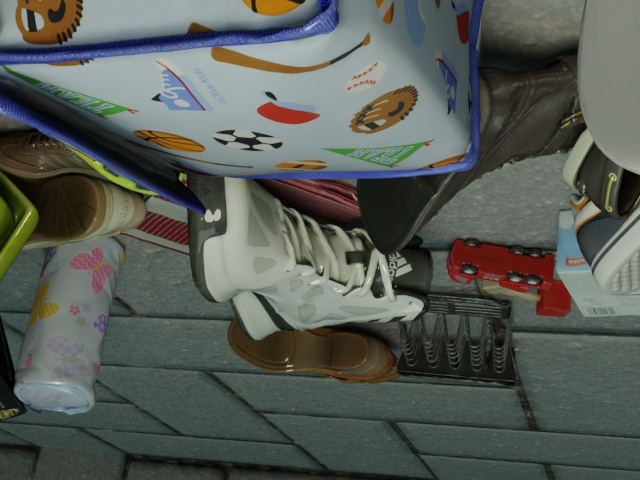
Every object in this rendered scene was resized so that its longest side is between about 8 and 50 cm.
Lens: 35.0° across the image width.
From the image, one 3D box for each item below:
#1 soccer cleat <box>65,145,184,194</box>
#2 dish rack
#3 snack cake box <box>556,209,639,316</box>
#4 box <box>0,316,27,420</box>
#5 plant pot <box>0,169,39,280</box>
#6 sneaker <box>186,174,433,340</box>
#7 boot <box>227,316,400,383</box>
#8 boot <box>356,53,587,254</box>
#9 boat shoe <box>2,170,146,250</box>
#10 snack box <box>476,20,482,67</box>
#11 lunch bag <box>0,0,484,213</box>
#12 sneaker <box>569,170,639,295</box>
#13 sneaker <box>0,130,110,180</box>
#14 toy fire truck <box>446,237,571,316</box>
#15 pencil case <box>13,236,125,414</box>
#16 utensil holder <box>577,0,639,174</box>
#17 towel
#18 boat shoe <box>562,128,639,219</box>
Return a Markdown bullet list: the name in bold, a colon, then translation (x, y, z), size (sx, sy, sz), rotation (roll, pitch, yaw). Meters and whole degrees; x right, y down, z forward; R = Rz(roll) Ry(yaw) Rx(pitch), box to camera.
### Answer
- **soccer cleat**: translation (-0.267, -0.146, 1.065), size (0.289, 0.093, 0.121), rotation (32, 178, -25)
- **dish rack**: translation (0.216, 0.158, 1.643), size (0.208, 0.074, 0.271), rotation (3, 156, 12)
- **snack cake box**: translation (0.435, 0.023, 1.233), size (0.264, 0.089, 0.152), rotation (-4, 152, 26)
- **box**: translation (-0.512, 0.094, 1.474), size (0.073, 0.295, 0.293), rotation (-16, 160, -13)
- **plant pot**: translation (-0.484, -0.027, 1.192), size (0.227, 0.228, 0.207), rotation (37, -174, 37)
- **sneaker**: translation (0.000, -0.001, 1.201), size (0.258, 0.169, 0.447), rotation (-7, 161, 7)
- **boot**: translation (-0.002, 0.193, 1.793), size (0.284, 0.109, 0.220), rotation (1, 166, 21)
- **boot**: translation (0.173, -0.085, 0.954), size (0.229, 0.091, 0.263), rotation (-11, 154, -30)
- **boat shoe**: translation (-0.357, -0.039, 1.344), size (0.302, 0.109, 0.098), rotation (-1, 177, 39)
- **snack box**: translation (-0.003, -0.152, 1.010), size (0.322, 0.060, 0.187), rotation (4, 155, 11)
- **lunch bag**: translation (-0.104, -0.160, 0.744), size (0.386, 0.238, 0.328), rotation (0, 169, 22)
- **sneaker**: translation (0.355, -0.090, 0.966), size (0.126, 0.127, 0.321), rotation (9, 136, -38)
- **sneaker**: translation (-0.304, -0.118, 1.216), size (0.189, 0.066, 0.071), rotation (4, 139, 1)
- **toy fire truck**: translation (0.265, 0.053, 1.414), size (0.192, 0.047, 0.135), rotation (9, 158, 0)
- **pencil case**: translation (-0.364, 0.117, 1.500), size (0.114, 0.273, 0.124), rotation (-22, 142, 38)
- **utensil holder**: translation (0.401, -0.128, 0.603), size (0.386, 0.327, 0.327), rotation (17, 156, -14)
- **towel**: translation (-0.115, -0.037, 1.352), size (0.237, 0.037, 0.329), rotation (20, 155, -25)
- **boat shoe**: translation (0.289, -0.117, 0.881), size (0.081, 0.068, 0.227), rotation (-19, 144, -33)
